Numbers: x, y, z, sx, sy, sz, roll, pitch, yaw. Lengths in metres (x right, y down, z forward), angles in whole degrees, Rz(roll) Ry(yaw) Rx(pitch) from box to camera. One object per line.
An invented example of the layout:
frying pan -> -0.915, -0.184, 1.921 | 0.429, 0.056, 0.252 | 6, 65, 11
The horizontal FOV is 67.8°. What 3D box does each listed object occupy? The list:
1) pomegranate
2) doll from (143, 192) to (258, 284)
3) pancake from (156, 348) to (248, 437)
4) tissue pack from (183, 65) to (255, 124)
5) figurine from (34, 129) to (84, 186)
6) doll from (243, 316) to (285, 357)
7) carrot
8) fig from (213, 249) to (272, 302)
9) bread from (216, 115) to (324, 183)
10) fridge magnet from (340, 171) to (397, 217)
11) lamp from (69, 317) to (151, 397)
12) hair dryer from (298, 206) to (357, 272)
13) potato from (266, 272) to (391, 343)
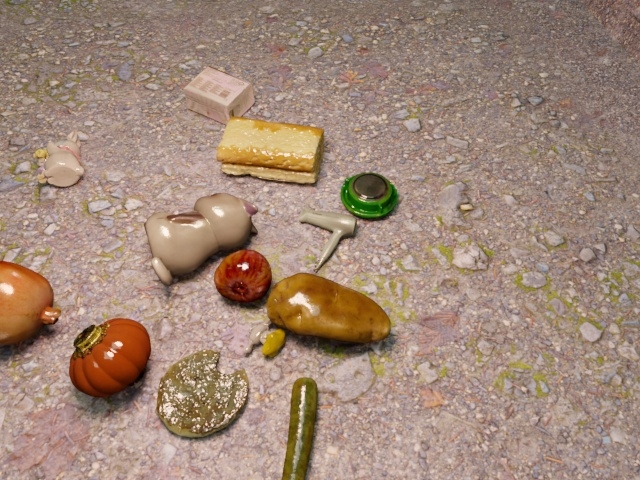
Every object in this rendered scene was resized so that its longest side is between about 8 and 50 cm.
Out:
pomegranate -> -0.872, 0.182, 1.341 | 0.271, 0.252, 0.228 | 17, 62, -15
doll -> -0.395, -0.026, 1.525 | 0.370, 0.215, 0.226 | -34, 67, -25
pancake -> -0.327, 0.420, 1.311 | 0.254, 0.037, 0.253 | 0, 54, -1
tissue pack -> -0.421, -0.604, 1.991 | 0.225, 0.124, 0.185 | 26, 57, 15
figurine -> -0.964, -0.311, 1.770 | 0.155, 0.127, 0.235 | -20, 52, -4
doll -> -0.170, 0.288, 1.397 | 0.135, 0.071, 0.113 | -31, 53, -17
carrot -> -0.058, 0.529, 1.222 | 0.074, 0.074, 0.358 | 6, 55, 2
fig -> -0.230, 0.093, 1.489 | 0.175, 0.175, 0.207 | 9, 28, 5
bread -> -0.182, -0.347, 1.791 | 0.376, 0.165, 0.236 | 6, 52, 4
fridge magnet -> 0.176, -0.169, 1.720 | 0.208, 0.088, 0.207 | 1, 54, -1
lamp -> -0.563, 0.312, 1.283 | 0.223, 0.196, 0.223 | -27, 31, 18
hair dryer -> 0.000, 0.000, 1.622 | 0.207, 0.075, 0.237 | 12, 62, 15
potato -> 0.027, 0.204, 1.401 | 0.370, 0.195, 0.176 | 15, 88, -1
